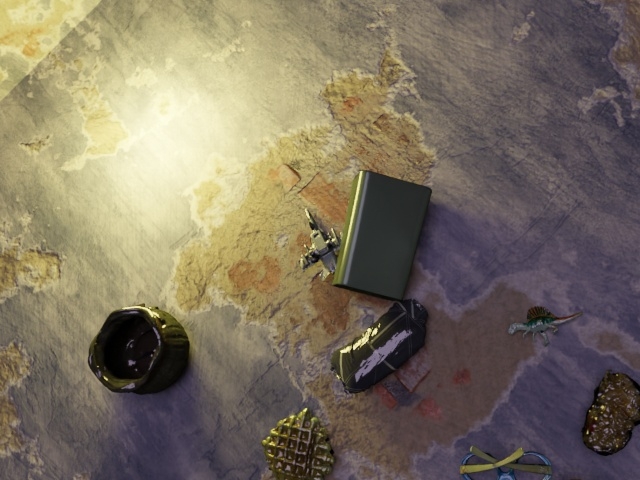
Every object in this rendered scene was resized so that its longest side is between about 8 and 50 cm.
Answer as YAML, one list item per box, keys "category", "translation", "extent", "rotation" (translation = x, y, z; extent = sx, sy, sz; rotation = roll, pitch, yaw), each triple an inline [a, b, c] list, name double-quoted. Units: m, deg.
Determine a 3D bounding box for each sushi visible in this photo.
- category: "sushi"
  translation: [0.759, 0.451, 1.661]
  extent: [0.147, 0.115, 0.212]
  rotation: [26, 83, 23]

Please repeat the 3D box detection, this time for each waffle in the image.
- category: "waffle"
  translation: [-0.065, 0.624, 1.910]
  extent: [0.208, 0.054, 0.214]
  rotation: [-35, 73, 2]

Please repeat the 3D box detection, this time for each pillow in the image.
- category: "pillow"
  translation: [0.179, 0.307, 1.900]
  extent: [0.335, 0.092, 0.161]
  rotation: [-40, 64, 3]

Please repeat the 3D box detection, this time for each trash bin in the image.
- category: "trash bin"
  translation: [0.177, -0.007, 1.932]
  extent: [0.223, 0.158, 0.343]
  rotation: [14, 83, -6]

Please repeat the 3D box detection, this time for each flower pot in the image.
- category: "flower pot"
  translation: [-0.580, 0.341, 2.069]
  extent: [0.302, 0.213, 0.301]
  rotation: [-4, 74, 16]

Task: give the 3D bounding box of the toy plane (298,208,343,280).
- category: "toy plane"
  translation: [-0.004, -0.003, 2.047]
  extent: [0.192, 0.088, 0.262]
  rotation: [-31, 68, 9]

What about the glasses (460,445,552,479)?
- category: "glasses"
  translation: [0.482, 0.573, 1.702]
  extent: [0.239, 0.207, 0.102]
  rotation: [-3, 38, 15]

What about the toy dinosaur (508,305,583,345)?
- category: "toy dinosaur"
  translation: [0.622, 0.224, 1.812]
  extent: [0.187, 0.044, 0.106]
  rotation: [-43, 52, 4]

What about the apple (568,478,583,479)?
- category: "apple"
  translation: [0.650, 0.692, 1.576]
  extent: [0.211, 0.211, 0.188]
  rotation: [21, 89, 22]
